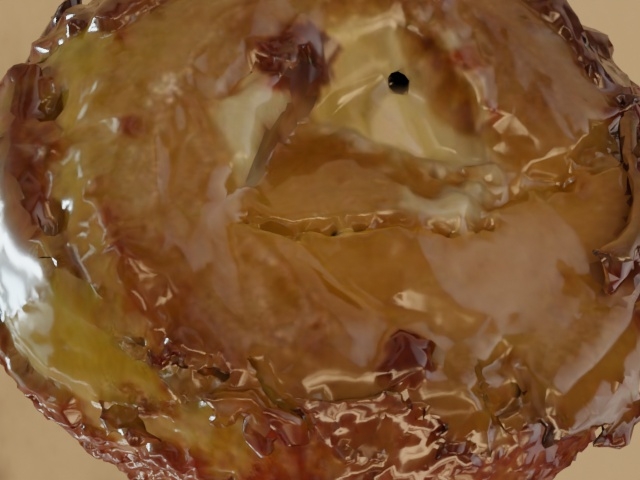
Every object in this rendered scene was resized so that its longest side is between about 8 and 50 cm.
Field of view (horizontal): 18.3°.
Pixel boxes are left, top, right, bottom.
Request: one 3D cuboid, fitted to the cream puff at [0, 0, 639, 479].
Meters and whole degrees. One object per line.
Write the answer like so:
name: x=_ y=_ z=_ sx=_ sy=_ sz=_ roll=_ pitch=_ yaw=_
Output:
cream puff: x=0.001 y=-0.005 z=0.956 sx=0.350 sy=0.350 sz=0.229 roll=-5 pitch=-25 yaw=-9
